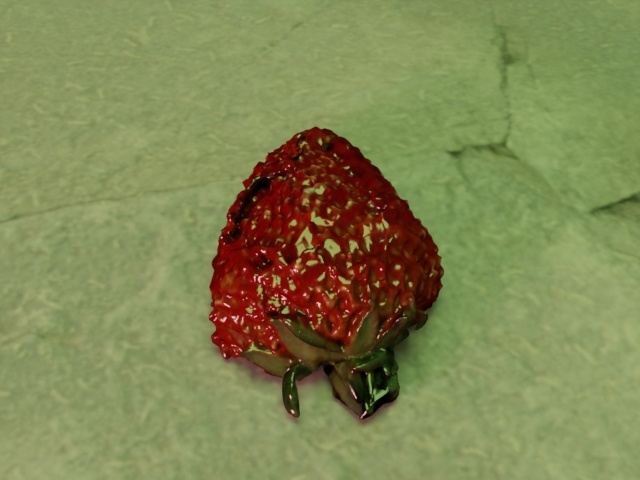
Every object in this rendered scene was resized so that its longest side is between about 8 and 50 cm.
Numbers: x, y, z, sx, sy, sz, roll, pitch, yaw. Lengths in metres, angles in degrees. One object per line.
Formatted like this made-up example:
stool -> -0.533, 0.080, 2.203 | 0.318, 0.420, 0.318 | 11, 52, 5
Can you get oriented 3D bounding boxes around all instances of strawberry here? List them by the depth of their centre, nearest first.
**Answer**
strawberry -> 0.000, 0.000, 1.040 | 0.188, 0.106, 0.286 | -6, 45, -11
